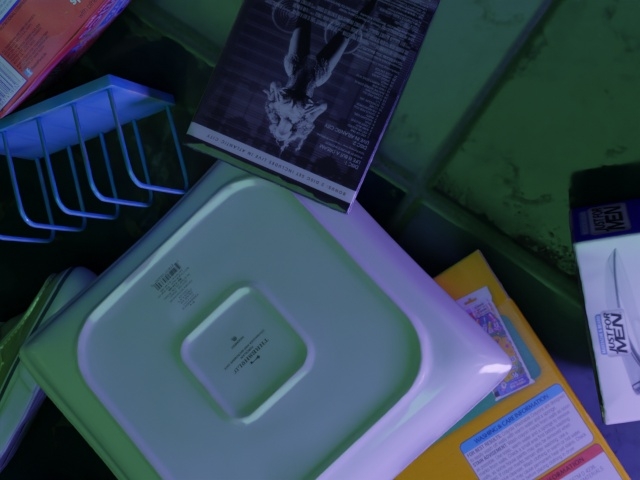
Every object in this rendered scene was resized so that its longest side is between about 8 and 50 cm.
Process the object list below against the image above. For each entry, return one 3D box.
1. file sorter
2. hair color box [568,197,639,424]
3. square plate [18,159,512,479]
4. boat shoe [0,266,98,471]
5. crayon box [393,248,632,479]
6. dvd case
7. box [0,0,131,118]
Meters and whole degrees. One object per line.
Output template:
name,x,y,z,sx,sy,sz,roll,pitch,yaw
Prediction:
file sorter,-0.227,-0.071,1.153,0.170,0.118,0.104,-18,80,20
hair color box,0.406,0.042,1.098,0.338,0.110,0.185,-10,109,11
square plate,-0.066,0.106,1.121,0.347,0.049,0.344,-43,72,1
boat shoe,-0.328,0.137,1.281,0.094,0.109,0.302,34,115,0
crayon box,0.152,0.198,1.157,0.203,0.083,0.323,-32,84,-1
dvd case,-0.007,-0.156,1.113,0.164,0.018,0.221,23,90,2
box,-0.224,-0.273,1.087,0.154,0.142,0.300,44,112,-7
